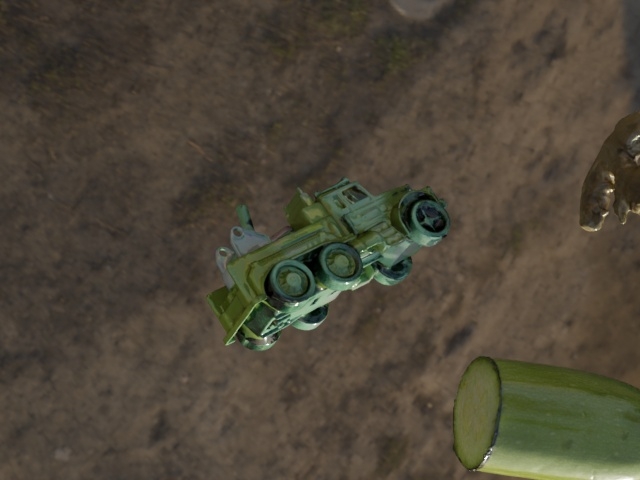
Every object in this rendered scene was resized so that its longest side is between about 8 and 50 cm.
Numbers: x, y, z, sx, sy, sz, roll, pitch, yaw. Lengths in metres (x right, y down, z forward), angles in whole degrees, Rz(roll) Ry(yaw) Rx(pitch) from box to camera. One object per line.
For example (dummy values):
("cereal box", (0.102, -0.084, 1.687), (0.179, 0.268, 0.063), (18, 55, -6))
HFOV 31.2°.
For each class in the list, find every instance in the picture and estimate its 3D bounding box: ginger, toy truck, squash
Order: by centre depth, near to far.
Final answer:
("toy truck", (0.004, 0.001, 1.174), (0.260, 0.135, 0.128), (-21, 161, -31))
("squash", (0.285, 0.211, 1.291), (0.247, 0.132, 0.132), (11, 107, -11))
("ginger", (0.403, -0.075, 1.293), (0.065, 0.259, 0.149), (5, 92, -39))
